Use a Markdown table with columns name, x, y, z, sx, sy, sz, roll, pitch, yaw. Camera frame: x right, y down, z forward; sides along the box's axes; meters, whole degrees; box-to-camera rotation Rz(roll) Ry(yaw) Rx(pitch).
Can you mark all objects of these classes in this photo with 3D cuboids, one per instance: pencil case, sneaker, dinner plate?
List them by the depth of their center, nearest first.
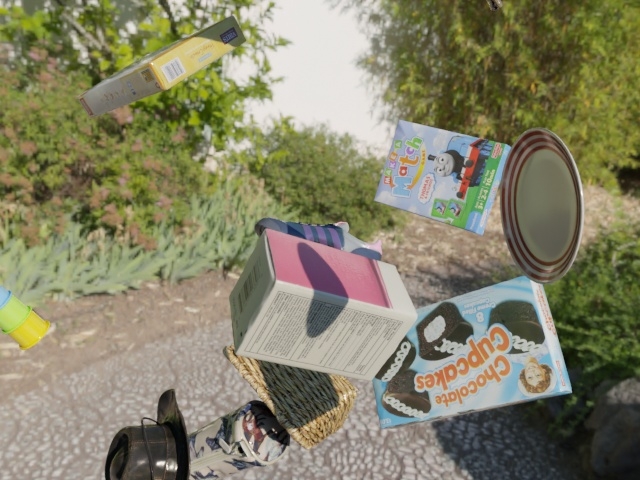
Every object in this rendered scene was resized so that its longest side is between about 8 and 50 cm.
| name | x | y | z | sx | sy | sz | roll | pitch | yaw |
| --- | --- | --- | --- | --- | --- | --- | --- | --- | --- |
| dinner plate | 0.201 | -0.031 | 0.570 | 0.017 | 0.141 | 0.141 | -4 | 17 | -12 |
| sneaker | 0.000 | 0.000 | 1.540 | 0.319 | 0.131 | 0.112 | 25 | -25 | -2 |
| pencil case | -0.281 | 0.541 | 1.589 | 0.410 | 0.160 | 0.183 | -31 | -19 | 26 |

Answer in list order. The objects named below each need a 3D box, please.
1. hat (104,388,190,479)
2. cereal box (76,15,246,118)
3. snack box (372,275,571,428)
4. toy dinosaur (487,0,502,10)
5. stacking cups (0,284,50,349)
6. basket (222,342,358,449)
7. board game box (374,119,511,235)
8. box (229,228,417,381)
| name | x | y | z | sx | sy | sz | roll | pitch | yaw |
| --- | --- | --- | --- | --- | --- | --- | --- | --- | --- |
| hat | -0.369 | 0.473 | 1.295 | 0.134 | 0.331 | 0.331 | 4 | 15 | -27 |
| cereal box | -0.249 | -0.262 | 0.966 | 0.240 | 0.047 | 0.173 | -2 | 35 | 45 |
| snack box | 0.231 | 0.194 | 1.054 | 0.322 | 0.187 | 0.060 | -23 | -26 | 32 |
| toy dinosaur | 0.200 | -0.334 | 0.639 | 0.053 | 0.183 | 0.092 | 10 | 7 | -31 |
| stacking cups | -0.802 | 0.129 | 1.532 | 0.096 | 0.316 | 0.096 | -25 | 30 | 15 |
| basket | -0.098 | 0.381 | 1.575 | 0.223 | 0.213 | 0.299 | -24 | 57 | -39 |
| board game box | 0.214 | -0.117 | 1.134 | 0.211 | 0.160 | 0.039 | 20 | 7 | 33 |
| box | -0.001 | 0.099 | 0.943 | 0.232 | 0.148 | 0.127 | 16 | 31 | -25 |
